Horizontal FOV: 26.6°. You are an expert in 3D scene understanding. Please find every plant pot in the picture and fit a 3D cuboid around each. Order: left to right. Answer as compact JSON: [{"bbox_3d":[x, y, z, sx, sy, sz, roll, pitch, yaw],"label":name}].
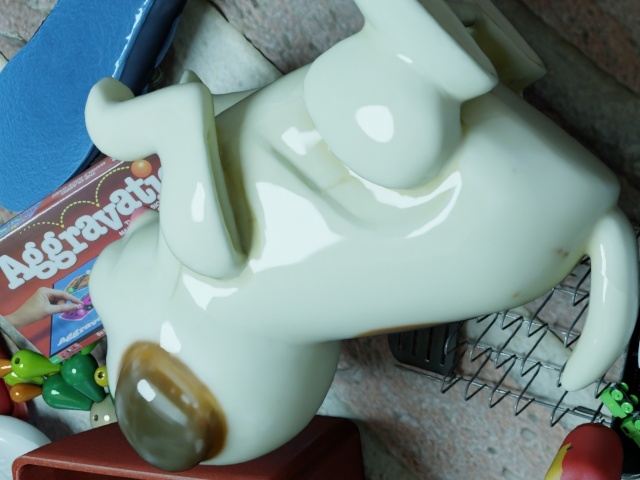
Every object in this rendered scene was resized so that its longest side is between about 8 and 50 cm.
[{"bbox_3d":[-0.086,0.283,1.239,0.267,0.236,0.267,1,107,27],"label":"plant pot"}]

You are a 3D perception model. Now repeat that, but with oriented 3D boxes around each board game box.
[{"bbox_3d":[-0.173,-0.004,1.214,0.281,0.027,0.145,-31,122,13],"label":"board game box"}]

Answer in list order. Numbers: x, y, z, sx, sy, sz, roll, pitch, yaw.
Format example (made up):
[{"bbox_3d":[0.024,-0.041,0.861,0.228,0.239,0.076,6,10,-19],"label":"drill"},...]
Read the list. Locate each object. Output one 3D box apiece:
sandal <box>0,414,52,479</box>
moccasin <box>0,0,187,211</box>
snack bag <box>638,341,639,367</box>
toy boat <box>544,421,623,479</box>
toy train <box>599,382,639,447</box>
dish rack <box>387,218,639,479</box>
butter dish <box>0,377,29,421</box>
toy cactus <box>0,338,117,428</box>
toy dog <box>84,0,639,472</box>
[{"bbox_3d":[-0.385,0.329,1.504,0.169,0.102,0.416,36,124,-6],"label":"sandal"},{"bbox_3d":[-0.183,-0.158,1.204,0.138,0.117,0.342,47,119,12],"label":"moccasin"},{"bbox_3d":[0.376,-0.048,0.893,0.323,0.037,0.342,2,112,-8],"label":"snack bag"},{"bbox_3d":[0.269,0.288,1.019,0.267,0.148,0.318,-34,102,34],"label":"toy boat"},{"bbox_3d":[0.249,0.147,1.055,0.083,0.017,0.024,53,131,0],"label":"toy train"},{"bbox_3d":[0.168,0.060,1.120,0.271,0.074,0.208,16,114,23],"label":"dish rack"},{"bbox_3d":[-0.419,0.158,1.445,0.160,0.118,0.160,-20,98,32],"label":"butter dish"},{"bbox_3d":[-0.228,0.142,1.363,0.219,0.112,0.180,-17,118,29],"label":"toy cactus"},{"bbox_3d":[0.000,0.000,1.031,0.408,0.284,0.395,-41,94,20],"label":"toy dog"}]
